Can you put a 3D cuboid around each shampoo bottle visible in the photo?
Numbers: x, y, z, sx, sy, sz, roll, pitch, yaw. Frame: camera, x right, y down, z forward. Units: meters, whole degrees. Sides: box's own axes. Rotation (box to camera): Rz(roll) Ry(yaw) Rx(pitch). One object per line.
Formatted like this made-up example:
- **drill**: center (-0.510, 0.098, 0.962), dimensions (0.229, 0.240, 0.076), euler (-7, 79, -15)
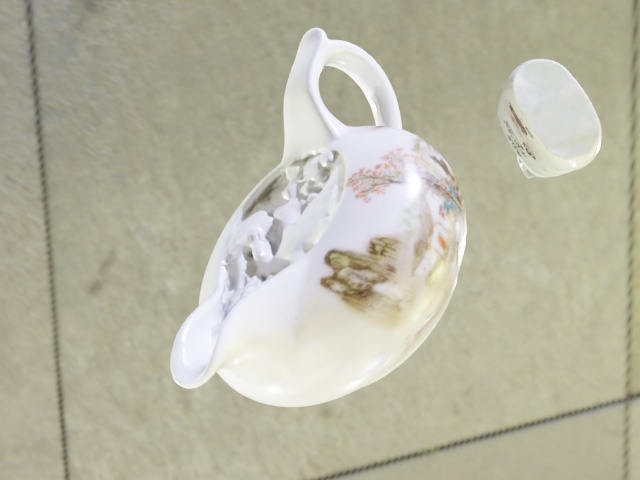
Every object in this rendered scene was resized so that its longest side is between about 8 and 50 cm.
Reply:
- **shampoo bottle**: center (0.148, -0.076, 1.015), dimensions (0.045, 0.152, 0.077), euler (-32, 86, 0)

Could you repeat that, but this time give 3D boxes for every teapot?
- **teapot**: center (0.000, 0.000, 0.999), dimensions (0.139, 0.204, 0.298), euler (39, 47, -25)
